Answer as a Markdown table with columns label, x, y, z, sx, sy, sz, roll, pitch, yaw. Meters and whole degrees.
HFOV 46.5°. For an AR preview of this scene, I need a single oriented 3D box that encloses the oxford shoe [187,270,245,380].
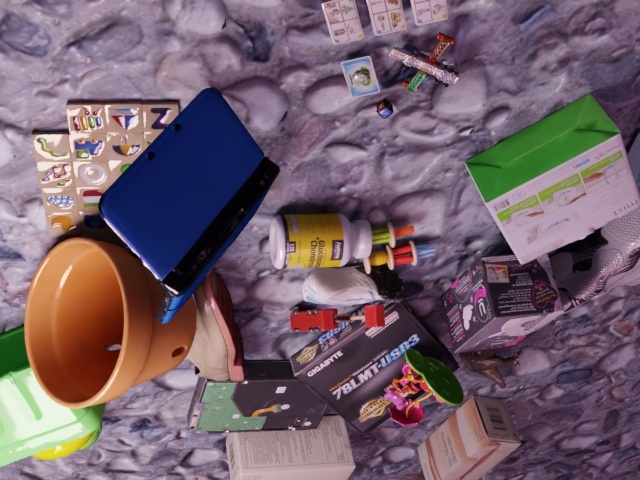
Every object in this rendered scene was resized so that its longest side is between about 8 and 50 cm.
| label | x | y | z | sx | sy | sz | roll | pitch | yaw |
| --- | --- | --- | --- | --- | --- | --- | --- | --- | --- |
| oxford shoe | -0.237 | 0.197 | 1.548 | 0.130 | 0.123 | 0.348 | -7 | 137 | -2 |

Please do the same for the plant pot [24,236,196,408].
| label | x | y | z | sx | sy | sz | roll | pitch | yaw |
| --- | --- | --- | --- | --- | --- | --- | --- | --- | --- |
| plant pot | -0.363 | 0.145 | 1.348 | 0.291 | 0.291 | 0.203 | -42 | 153 | 27 |

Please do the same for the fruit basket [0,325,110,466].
| label | x | y | z | sx | sy | sz | roll | pitch | yaw |
| --- | --- | --- | --- | --- | --- | --- | --- | --- | --- |
| fruit basket | -0.587 | 0.364 | 1.539 | 0.391 | 0.283 | 0.392 | -3 | 121 | -5 |

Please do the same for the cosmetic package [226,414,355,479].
| label | x | y | z | sx | sy | sz | roll | pitch | yaw |
| --- | --- | --- | --- | --- | --- | --- | --- | --- | --- |
| cosmetic package | -0.081 | 0.557 | 1.959 | 0.309 | 0.160 | 0.113 | 4 | 136 | -19 |

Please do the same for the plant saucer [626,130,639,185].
| label | x | y | z | sx | sy | sz | roll | pitch | yaw |
| --- | --- | --- | --- | --- | --- | --- | --- | --- | --- |
| plant saucer | 0.632 | -0.148 | 1.511 | 0.067 | 0.018 | 0.192 | -5 | 137 | -12 |

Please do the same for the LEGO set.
| label | x | y | z | sx | sy | sz | roll | pitch | yaw |
| --- | --- | --- | --- | --- | --- | --- | --- | --- | --- |
| LEGO set | 0.120 | -0.304 | 1.182 | 0.182 | 0.060 | 0.244 | -10 | 139 | 12 |

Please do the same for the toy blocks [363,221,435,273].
| label | x | y | z | sx | sy | sz | roll | pitch | yaw |
| --- | --- | --- | --- | --- | --- | --- | --- | --- | --- |
| toy blocks | 0.161 | 0.008 | 1.509 | 0.148 | 0.054 | 0.123 | -10 | 139 | -6 |

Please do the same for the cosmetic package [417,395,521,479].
| label | x | y | z | sx | sy | sz | roll | pitch | yaw |
| --- | --- | --- | --- | --- | --- | --- | --- | --- | --- |
| cosmetic package | 0.423 | 0.594 | 2.158 | 0.129 | 0.153 | 0.296 | 13 | 130 | -26 |

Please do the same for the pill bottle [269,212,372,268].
| label | x | y | z | sx | sy | sz | roll | pitch | yaw |
| --- | --- | --- | --- | --- | --- | --- | --- | --- | --- |
| pill bottle | 0.000 | 0.000 | 1.415 | 0.184 | 0.103 | 0.103 | -2 | 137 | -14 |

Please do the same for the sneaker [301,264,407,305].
| label | x | y | z | sx | sy | sz | roll | pitch | yaw |
| --- | --- | --- | --- | --- | --- | --- | --- | --- | --- |
| sneaker | 0.070 | 0.099 | 1.570 | 0.237 | 0.085 | 0.086 | 4 | 153 | -23 |

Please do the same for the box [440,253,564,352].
| label | x | y | z | sx | sy | sz | roll | pitch | yaw |
| --- | --- | --- | --- | --- | --- | --- | --- | --- | --- |
| box | 0.385 | 0.139 | 1.602 | 0.163 | 0.142 | 0.247 | -3 | 157 | -13 |

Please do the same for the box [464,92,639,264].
| label | x | y | z | sx | sy | sz | roll | pitch | yaw |
| --- | --- | --- | --- | --- | --- | --- | --- | --- | --- |
| box | 0.447 | -0.106 | 1.418 | 0.261 | 0.127 | 0.231 | -29 | 137 | 15 |

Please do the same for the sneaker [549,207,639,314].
| label | x | y | z | sx | sy | sz | roll | pitch | yaw |
| --- | --- | --- | --- | --- | --- | --- | --- | --- | --- |
| sneaker | 0.650 | 0.077 | 1.669 | 0.210 | 0.137 | 0.366 | 26 | 121 | -34 |

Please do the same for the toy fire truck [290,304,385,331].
| label | x | y | z | sx | sy | sz | roll | pitch | yaw |
| --- | --- | --- | --- | --- | --- | --- | --- | --- | --- |
| toy fire truck | 0.034 | 0.167 | 1.591 | 0.135 | 0.047 | 0.192 | 0 | 173 | -31 |

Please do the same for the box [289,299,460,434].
| label | x | y | z | sx | sy | sz | roll | pitch | yaw |
| --- | --- | --- | --- | --- | --- | --- | --- | --- | --- |
| box | 0.130 | 0.285 | 1.728 | 0.295 | 0.073 | 0.293 | -36 | 126 | 8 |

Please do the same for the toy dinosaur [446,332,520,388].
| label | x | y | z | sx | sy | sz | roll | pitch | yaw |
| --- | --- | --- | --- | --- | --- | --- | --- | --- | --- |
| toy dinosaur | 0.404 | 0.265 | 1.843 | 0.160 | 0.121 | 0.314 | -10 | 144 | 11 |

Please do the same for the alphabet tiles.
| label | x | y | z | sx | sy | sz | roll | pitch | yaw |
| --- | --- | --- | --- | --- | --- | --- | --- | --- | --- |
| alphabet tiles | -0.330 | -0.096 | 1.280 | 0.284 | 0.011 | 0.343 | -3 | 137 | -14 |

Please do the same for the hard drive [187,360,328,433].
| label | x | y | z | sx | sy | sz | roll | pitch | yaw |
| --- | --- | --- | --- | --- | --- | --- | --- | --- | --- |
| hard drive | -0.140 | 0.383 | 1.821 | 0.338 | 0.064 | 0.237 | 2 | 136 | -20 |

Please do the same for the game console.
| label | x | y | z | sx | sy | sz | roll | pitch | yaw |
| --- | --- | --- | --- | --- | --- | --- | --- | --- | --- |
| game console | -0.216 | -0.051 | 1.207 | 0.173 | 0.293 | 0.250 | 37 | 149 | -2 |

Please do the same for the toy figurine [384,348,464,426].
| label | x | y | z | sx | sy | sz | roll | pitch | yaw |
| --- | --- | --- | --- | --- | --- | --- | --- | --- | --- |
| toy figurine | 0.208 | 0.351 | 1.696 | 0.173 | 0.130 | 0.159 | 37 | 116 | -11 |
